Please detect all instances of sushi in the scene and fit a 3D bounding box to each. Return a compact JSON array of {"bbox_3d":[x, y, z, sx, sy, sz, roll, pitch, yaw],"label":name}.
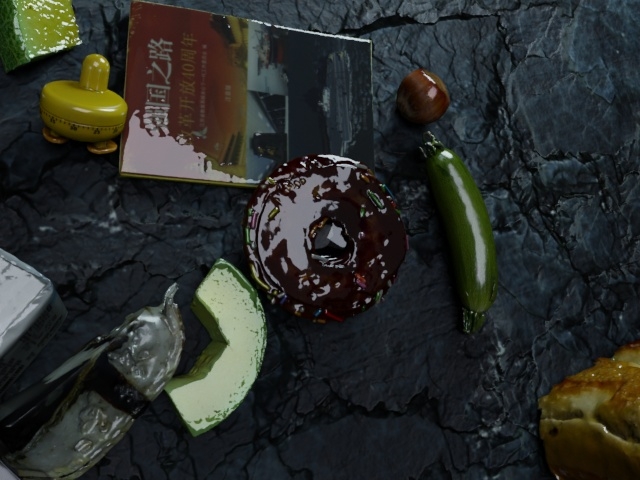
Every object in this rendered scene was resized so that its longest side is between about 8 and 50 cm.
[{"bbox_3d":[-0.244,0.169,0.734,0.273,0.134,0.109,-42,106,-38],"label":"sushi"}]

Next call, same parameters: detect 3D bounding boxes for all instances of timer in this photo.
[{"bbox_3d":[-0.299,-0.176,0.793,0.107,0.107,0.109,11,117,-16],"label":"timer"}]

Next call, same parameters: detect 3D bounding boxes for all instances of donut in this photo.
[{"bbox_3d":[0.000,0.000,0.856,0.235,0.089,0.235,2,84,-20],"label":"donut"}]

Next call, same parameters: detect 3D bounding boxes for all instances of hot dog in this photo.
[{"bbox_3d":[0.549,0.243,0.848,0.367,0.365,0.196,-21,86,-22],"label":"hot dog"}]

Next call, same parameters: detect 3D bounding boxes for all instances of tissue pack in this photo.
[{"bbox_3d":[-0.370,0.083,0.636,0.145,0.229,0.159,38,69,-7],"label":"tissue pack"}]

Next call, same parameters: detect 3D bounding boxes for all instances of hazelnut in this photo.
[{"bbox_3d":[0.163,-0.225,0.992,0.086,0.086,0.086,5,75,-18],"label":"hazelnut"}]

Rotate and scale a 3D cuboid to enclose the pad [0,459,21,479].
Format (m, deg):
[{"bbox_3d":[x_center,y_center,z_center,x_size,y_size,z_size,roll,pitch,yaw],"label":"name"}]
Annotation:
[{"bbox_3d":[-0.406,0.316,0.688,0.112,0.003,0.157,46,67,-4],"label":"pad"}]

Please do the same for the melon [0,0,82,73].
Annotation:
[{"bbox_3d":[-0.369,-0.349,0.820,0.114,0.053,0.261,0,90,-37],"label":"melon"}]

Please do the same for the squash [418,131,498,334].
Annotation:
[{"bbox_3d":[0.222,-0.018,0.960,0.080,0.071,0.318,-14,83,18],"label":"squash"}]

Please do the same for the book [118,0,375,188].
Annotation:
[{"bbox_3d":[-0.094,-0.201,0.918,0.374,0.028,0.262,4,77,-19],"label":"book"}]

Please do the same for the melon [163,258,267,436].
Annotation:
[{"bbox_3d":[-0.135,0.141,0.798,0.118,0.064,0.209,30,71,-11],"label":"melon"}]
